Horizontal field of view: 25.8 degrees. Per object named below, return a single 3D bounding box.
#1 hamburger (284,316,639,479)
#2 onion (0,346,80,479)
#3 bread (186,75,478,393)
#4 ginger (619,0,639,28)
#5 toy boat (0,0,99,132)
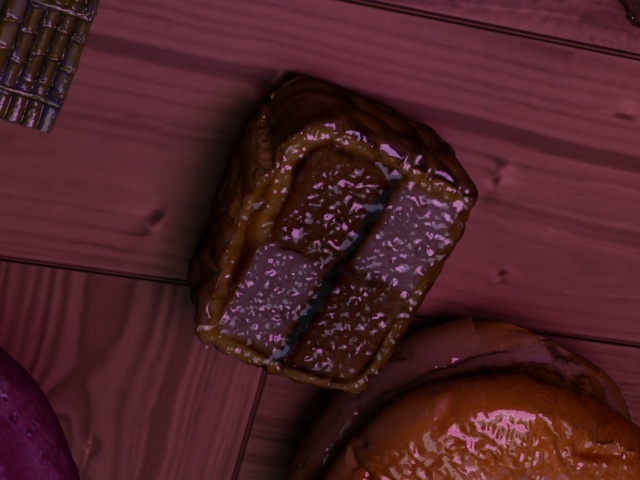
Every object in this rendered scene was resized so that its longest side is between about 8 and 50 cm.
[{"bbox_3d":[0.120,0.217,1.147,0.290,0.170,0.314,35,108,-23],"label":"hamburger"},{"bbox_3d":[-0.319,0.158,0.991,0.272,0.256,0.230,-27,95,45],"label":"onion"},{"bbox_3d":[0.000,0.000,1.043,0.181,0.096,0.222,18,116,-20],"label":"bread"},{"bbox_3d":[0.292,-0.228,0.984,0.204,0.080,0.104,-44,124,11],"label":"ginger"},{"bbox_3d":[-0.198,-0.133,0.972,0.063,0.016,0.115,17,115,-19],"label":"toy boat"}]
